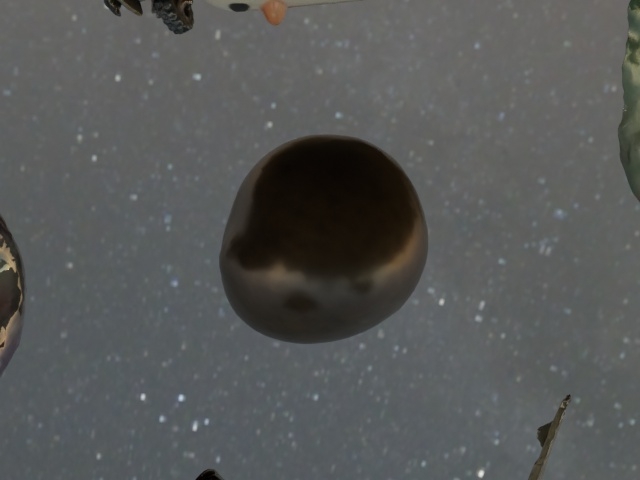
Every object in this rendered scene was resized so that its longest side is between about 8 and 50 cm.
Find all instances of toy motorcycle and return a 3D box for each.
[{"bbox_3d":[-0.208,-0.323,1.370,0.094,0.229,0.130,-16,-116,18],"label":"toy motorcycle"}]

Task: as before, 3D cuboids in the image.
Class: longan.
[{"bbox_3d":[0.000,0.000,1.476,0.258,0.258,0.258,8,-142,-6],"label":"longan"}]

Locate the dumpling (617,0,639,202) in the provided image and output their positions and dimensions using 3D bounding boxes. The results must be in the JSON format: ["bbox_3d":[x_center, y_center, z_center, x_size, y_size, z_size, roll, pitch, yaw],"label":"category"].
[{"bbox_3d":[0.197,-0.052,0.448,0.105,0.149,0.217,-37,-84,-31],"label":"dumpling"}]

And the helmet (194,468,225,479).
[{"bbox_3d":[-0.103,0.340,1.302,0.153,0.107,0.177,37,-157,-9],"label":"helmet"}]

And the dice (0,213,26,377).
[{"bbox_3d":[-0.471,0.053,1.188,0.271,0.270,0.270,0,-140,32],"label":"dice"}]

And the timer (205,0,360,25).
[{"bbox_3d":[0.033,-0.237,0.643,0.240,0.233,0.233,-7,-141,0],"label":"timer"}]

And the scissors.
[{"bbox_3d":[0.197,0.243,1.189,0.021,0.212,0.110,20,-169,15],"label":"scissors"}]
